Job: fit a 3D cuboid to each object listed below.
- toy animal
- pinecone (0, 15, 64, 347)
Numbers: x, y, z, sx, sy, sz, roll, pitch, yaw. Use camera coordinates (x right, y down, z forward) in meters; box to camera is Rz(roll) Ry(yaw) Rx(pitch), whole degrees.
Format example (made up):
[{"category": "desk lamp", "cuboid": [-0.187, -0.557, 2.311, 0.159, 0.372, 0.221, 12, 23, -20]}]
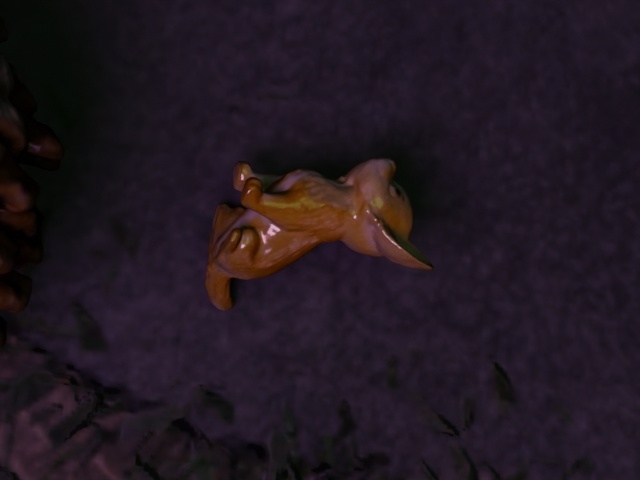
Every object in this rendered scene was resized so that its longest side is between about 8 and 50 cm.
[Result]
[{"category": "toy animal", "cuboid": [0.000, 0.000, 0.665, 0.083, 0.060, 0.081, 14, 101, -15]}, {"category": "pinecone", "cuboid": [-0.178, -0.015, 0.558, 0.185, 0.168, 0.212, 6, 81, -56]}]
